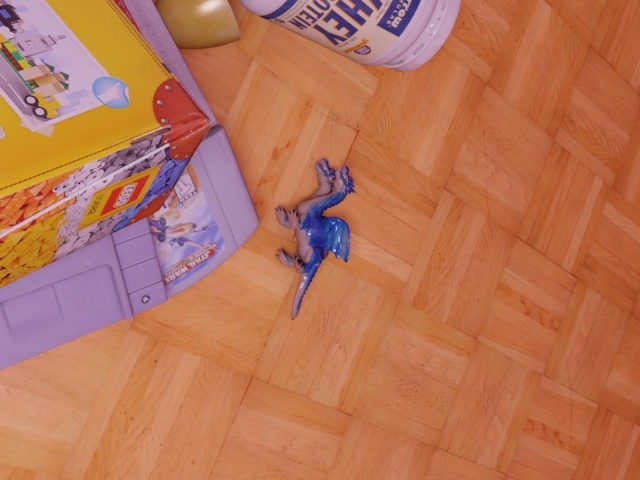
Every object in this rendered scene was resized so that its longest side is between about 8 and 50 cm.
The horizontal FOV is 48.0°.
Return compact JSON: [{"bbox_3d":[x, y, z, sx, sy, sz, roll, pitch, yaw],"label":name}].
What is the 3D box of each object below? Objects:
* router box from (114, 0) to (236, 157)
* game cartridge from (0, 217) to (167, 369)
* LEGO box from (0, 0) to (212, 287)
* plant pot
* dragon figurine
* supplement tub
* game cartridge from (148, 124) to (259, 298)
[{"bbox_3d":[-0.331,-0.190,1.058,0.301,0.082,0.336,-36,113,-24],"label":"router box"},{"bbox_3d":[-0.380,0.038,0.901,0.355,0.068,0.230,-23,121,-30],"label":"game cartridge"},{"bbox_3d":[-0.424,-0.202,0.745,0.500,0.193,0.372,51,46,6],"label":"LEGO box"},{"bbox_3d":[-0.198,-0.350,1.109,0.095,0.134,0.134,-31,112,-9],"label":"plant pot"},{"bbox_3d":[0.000,0.000,1.291,0.144,0.085,0.289,-9,99,-31],"label":"dragon figurine"},{"bbox_3d":[0.048,-0.430,1.185,0.324,0.235,0.236,16,87,-33],"label":"supplement tub"},{"bbox_3d":[-0.232,-0.020,1.067,0.297,0.062,0.198,-34,118,-25],"label":"game cartridge"}]
